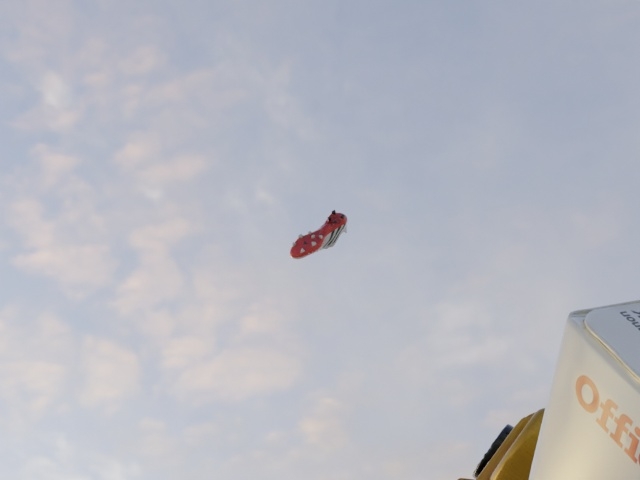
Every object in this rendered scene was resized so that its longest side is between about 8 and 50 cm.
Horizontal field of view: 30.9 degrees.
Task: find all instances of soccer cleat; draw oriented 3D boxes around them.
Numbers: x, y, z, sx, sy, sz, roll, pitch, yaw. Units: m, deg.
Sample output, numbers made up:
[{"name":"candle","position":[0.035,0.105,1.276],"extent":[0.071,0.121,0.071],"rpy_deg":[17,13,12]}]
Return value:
[{"name":"soccer cleat","position":[0.000,0.000,1.299],"extent":[0.029,0.083,0.035],"rpy_deg":[30,-32,34]}]

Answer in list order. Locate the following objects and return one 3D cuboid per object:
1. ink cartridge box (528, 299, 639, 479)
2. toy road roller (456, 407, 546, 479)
[{"name":"ink cartridge box","position":[0.190,0.186,0.555],"extent":[0.114,0.197,0.272],"rpy_deg":[-9,-56,-23]},{"name":"toy road roller","position":[0.267,0.365,1.518],"extent":[0.202,0.329,0.240],"rpy_deg":[35,-31,15]}]
